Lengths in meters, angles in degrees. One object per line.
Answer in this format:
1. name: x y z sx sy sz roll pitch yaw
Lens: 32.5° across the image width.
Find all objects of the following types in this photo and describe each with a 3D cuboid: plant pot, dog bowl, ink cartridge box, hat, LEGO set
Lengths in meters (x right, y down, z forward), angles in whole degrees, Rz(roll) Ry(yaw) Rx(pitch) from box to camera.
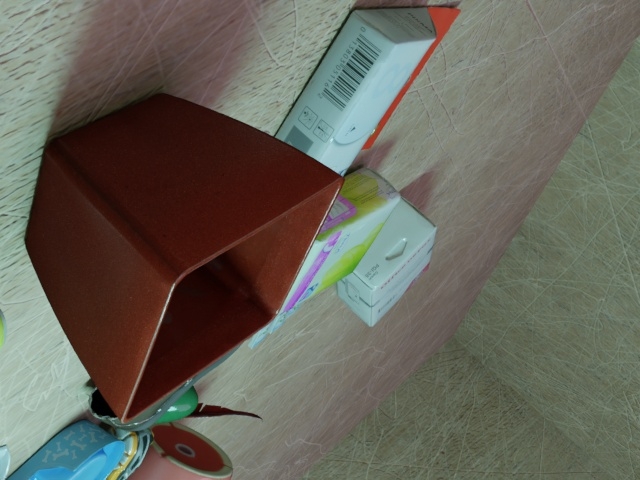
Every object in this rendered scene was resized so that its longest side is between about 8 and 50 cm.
1. plant pot: -0.305 0.491 2.078 0.243 0.275 0.275 -61 162 9
2. dog bowl: -0.455 0.412 1.791 0.297 0.074 0.166 -43 164 -19
3. plant pot: -0.178 -0.008 1.232 0.267 0.236 0.267 -33 159 -43
4. ink cartridge box: 0.144 0.049 2.435 0.207 0.117 0.283 -44 164 -13
5. ink cartridge box: 0.090 -0.215 1.721 0.385 0.091 0.308 -20 148 -57
6. hat: -0.238 0.302 1.901 0.208 0.183 0.173 -43 165 -18
7. LEGO set: -0.040 0.110 2.212 0.182 0.060 0.244 -36 160 -47

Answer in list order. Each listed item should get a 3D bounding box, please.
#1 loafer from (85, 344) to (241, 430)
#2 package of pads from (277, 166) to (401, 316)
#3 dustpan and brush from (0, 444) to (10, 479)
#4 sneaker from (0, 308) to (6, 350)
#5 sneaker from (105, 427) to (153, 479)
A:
1. loafer: -0.227 0.167 1.700 0.366 0.134 0.130 -52 164 13
2. package of pads: 0.000 0.000 1.973 0.296 0.101 0.229 -29 157 -51
3. dustpan and brush: -0.532 0.408 1.599 0.211 0.060 0.147 -54 163 18
4. sneaker: -0.403 0.101 1.058 0.145 0.147 0.385 -50 165 -1
5. sneaker: -0.369 0.405 1.944 0.215 0.084 0.083 -47 160 26
